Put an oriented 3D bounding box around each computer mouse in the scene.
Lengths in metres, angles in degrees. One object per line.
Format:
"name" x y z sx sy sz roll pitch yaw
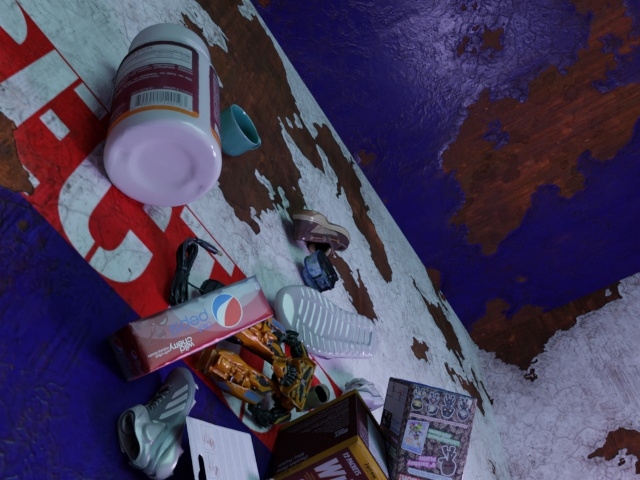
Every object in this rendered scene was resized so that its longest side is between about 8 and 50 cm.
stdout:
"computer mouse" -0.216 0.107 1.299 0.262 0.060 0.184 32 43 -39

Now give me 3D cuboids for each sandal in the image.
"sandal" 0.006 0.246 1.660 0.416 0.102 0.169 30 50 -42

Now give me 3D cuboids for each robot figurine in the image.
"robot figurine" -0.113 0.252 1.247 0.291 0.085 0.211 41 56 -38

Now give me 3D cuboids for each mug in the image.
"mug" -0.243 -0.295 1.759 0.158 0.097 0.129 53 19 -29

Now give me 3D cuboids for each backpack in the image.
"backpack" -0.009 0.094 1.857 0.114 0.084 0.105 64 17 -10

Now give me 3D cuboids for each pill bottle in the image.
"pill bottle" -0.324 -0.278 1.303 0.224 0.224 0.392 46 24 -41

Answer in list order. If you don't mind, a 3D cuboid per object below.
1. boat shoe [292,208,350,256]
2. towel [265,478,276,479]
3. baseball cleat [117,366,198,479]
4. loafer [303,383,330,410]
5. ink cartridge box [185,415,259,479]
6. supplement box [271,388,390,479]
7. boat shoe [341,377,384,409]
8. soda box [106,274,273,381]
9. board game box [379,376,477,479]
"boat shoe" 0.000 0.000 2.017 0.342 0.123 0.123 35 61 -64
"towel" -0.068 0.522 1.057 0.144 0.029 0.197 99 -22 -55
"baseball cleat" -0.251 0.263 0.961 0.109 0.072 0.206 44 21 -30
"loafer" -0.004 0.380 1.506 0.056 0.050 0.148 65 18 9
"ink cartridge box" -0.163 0.393 0.990 0.232 0.066 0.189 43 26 -58
"supplement box" 0.022 0.433 1.232 0.129 0.191 0.194 59 10 -13
"boat shoe" 0.106 0.417 1.689 0.267 0.096 0.088 29 33 -62
"soda box" -0.211 0.143 1.039 0.263 0.092 0.083 -21 85 -44
"board game box" 0.203 0.451 1.303 0.232 0.141 0.291 116 -13 -80
